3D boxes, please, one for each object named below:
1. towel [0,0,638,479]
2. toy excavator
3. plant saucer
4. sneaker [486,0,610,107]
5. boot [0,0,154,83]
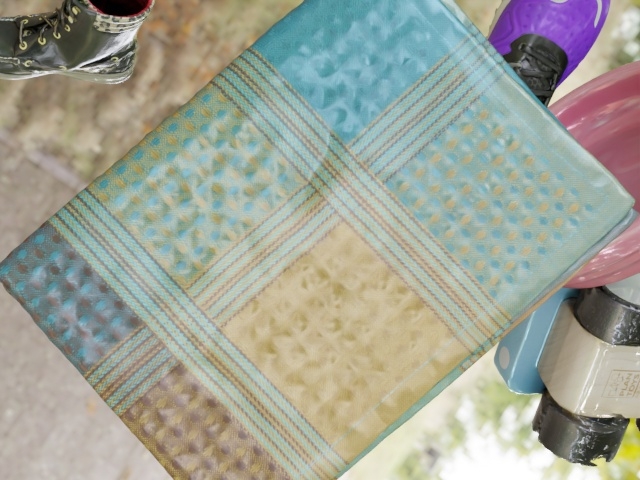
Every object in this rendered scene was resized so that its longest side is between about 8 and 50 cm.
[{"bbox_3d":[0.000,0.000,1.085,0.370,0.271,0.040,-41,180,-8],"label":"towel"},{"bbox_3d":[0.271,0.052,1.916,0.445,0.433,0.222,-118,-144,-54],"label":"toy excavator"},{"bbox_3d":[0.316,-0.064,1.684,0.332,0.084,0.332,-31,-154,17],"label":"plant saucer"},{"bbox_3d":[0.187,-0.135,1.527,0.293,0.102,0.146,-49,-155,22],"label":"sneaker"},{"bbox_3d":[-0.326,-0.267,1.910,0.178,0.236,0.085,133,-42,-61],"label":"boot"}]
